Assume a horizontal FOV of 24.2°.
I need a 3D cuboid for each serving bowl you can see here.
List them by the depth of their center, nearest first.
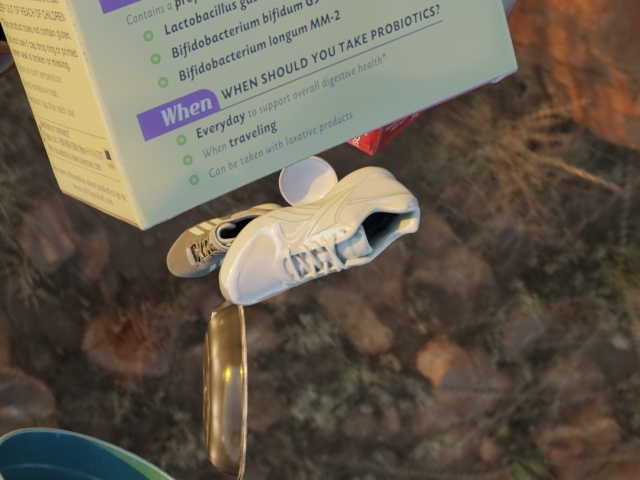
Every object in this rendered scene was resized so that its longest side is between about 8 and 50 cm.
[{"bbox_3d":[-0.016,-0.085,2.112,0.083,0.027,0.083,2,115,5],"label":"serving bowl"}]

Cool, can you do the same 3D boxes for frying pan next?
[{"bbox_3d":[-0.102,0.104,1.635,0.053,0.326,0.197,0,153,-8],"label":"frying pan"}]

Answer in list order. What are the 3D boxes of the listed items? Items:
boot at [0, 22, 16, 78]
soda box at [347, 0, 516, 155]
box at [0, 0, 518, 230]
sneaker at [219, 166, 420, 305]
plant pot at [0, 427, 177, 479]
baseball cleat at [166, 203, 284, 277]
[{"bbox_3d":[-0.276,-0.174,1.193,0.264,0.280,0.096,15,81,-50],"label":"boot"},{"bbox_3d":[0.077,-0.172,1.262,0.263,0.092,0.083,-42,155,-49],"label":"soda box"},{"bbox_3d":[-0.048,-0.161,0.706,0.213,0.117,0.243,-25,112,-22],"label":"box"},{"bbox_3d":[0.000,0.000,1.026,0.152,0.061,0.054,-31,123,-14],"label":"sneaker"},{"bbox_3d":[-0.290,0.391,1.691,0.271,0.271,0.255,18,105,-31],"label":"plant pot"},{"bbox_3d":[-0.144,-0.002,2.055,0.206,0.109,0.072,-27,83,24],"label":"baseball cleat"}]
